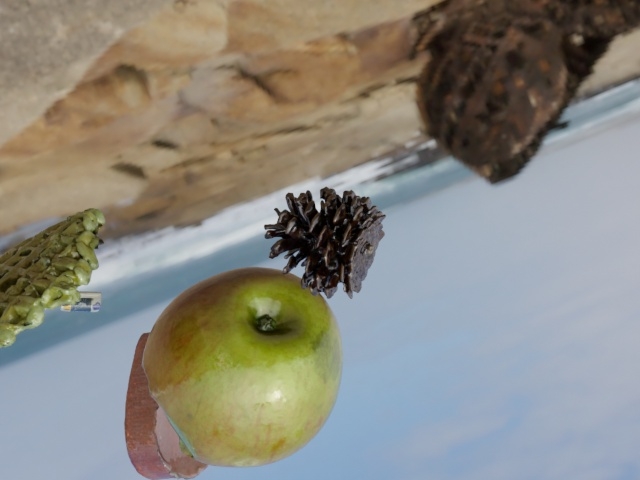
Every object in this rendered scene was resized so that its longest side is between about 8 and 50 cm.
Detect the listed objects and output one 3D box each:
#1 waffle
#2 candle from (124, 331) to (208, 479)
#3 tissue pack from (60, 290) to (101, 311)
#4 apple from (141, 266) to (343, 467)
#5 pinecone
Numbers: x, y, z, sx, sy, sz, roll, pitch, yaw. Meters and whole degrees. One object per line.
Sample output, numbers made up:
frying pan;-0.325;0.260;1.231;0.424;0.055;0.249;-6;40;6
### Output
waffle;-0.464;0.070;1.754;0.297;0.073;0.317;-29;-158;15
candle;-0.283;0.309;2.259;0.131;0.287;0.317;-10;-159;34
tissue pack;-0.501;0.128;2.386;0.083;0.042;0.062;2;172;-15
apple;-0.125;0.206;1.905;0.339;0.340;0.339;-22;180;0
pinecone;-0.001;-0.003;1.634;0.165;0.163;0.163;20;-163;21
